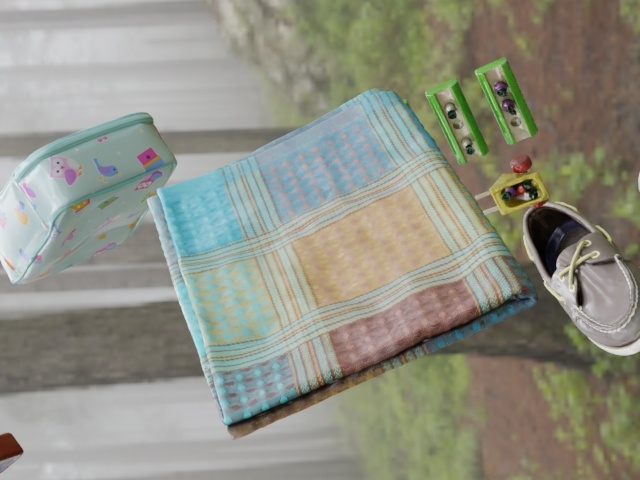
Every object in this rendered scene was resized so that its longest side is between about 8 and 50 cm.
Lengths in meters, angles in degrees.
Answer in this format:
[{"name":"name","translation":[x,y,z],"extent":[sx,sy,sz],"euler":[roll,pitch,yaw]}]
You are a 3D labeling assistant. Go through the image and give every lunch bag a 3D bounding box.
[{"name":"lunch bag","translation":[-0.320,-0.056,1.790],"extent":[0.108,0.224,0.279],"euler":[57,145,7]}]

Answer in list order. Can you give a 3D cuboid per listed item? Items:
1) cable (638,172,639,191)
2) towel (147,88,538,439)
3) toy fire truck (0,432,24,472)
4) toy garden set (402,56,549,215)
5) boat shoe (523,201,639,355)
[{"name":"cable","translation":[0.473,-0.129,1.518],"extent":[0.089,0.257,0.257],"euler":[44,170,19]},{"name":"towel","translation":[0.000,0.000,1.163],"extent":[0.370,0.271,0.040],"euler":[-117,3,-57]},{"name":"toy fire truck","translation":[-0.550,0.349,1.736],"extent":[0.169,0.254,0.302],"euler":[53,-165,12]},{"name":"toy garden set","translation":[0.163,-0.092,1.705],"extent":[0.049,0.244,0.204],"euler":[-92,-24,-61]},{"name":"boat shoe","translation":[0.338,0.040,1.694],"extent":[0.117,0.096,0.324],"euler":[-50,19,13]}]
